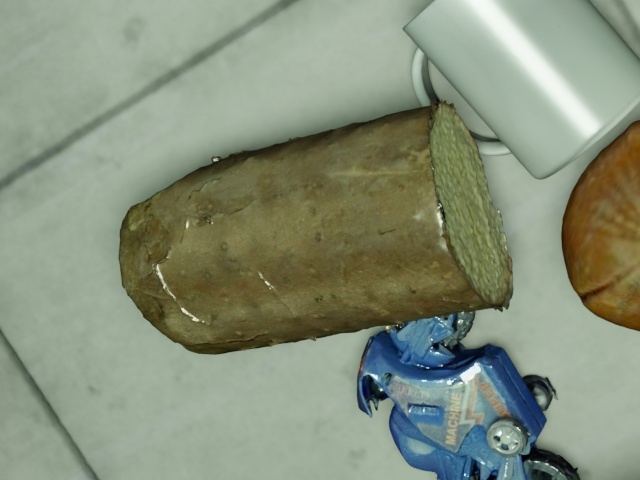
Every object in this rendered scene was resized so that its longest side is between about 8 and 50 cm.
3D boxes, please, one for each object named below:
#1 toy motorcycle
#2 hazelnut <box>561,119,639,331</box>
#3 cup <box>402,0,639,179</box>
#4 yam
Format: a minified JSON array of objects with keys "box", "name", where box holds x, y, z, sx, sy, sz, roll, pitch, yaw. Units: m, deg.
[{"box":[0.090,0.119,1.269,0.114,0.076,0.205,-26,100,28],"name":"toy motorcycle"},{"box":[0.222,-0.003,1.161,0.150,0.150,0.150,4,106,13],"name":"hazelnut"},{"box":[0.124,-0.114,1.191,0.099,0.136,0.133,-43,93,-13],"name":"cup"},{"box":[-0.001,0.000,1.207,0.238,0.129,0.128,-14,143,30],"name":"yam"}]
